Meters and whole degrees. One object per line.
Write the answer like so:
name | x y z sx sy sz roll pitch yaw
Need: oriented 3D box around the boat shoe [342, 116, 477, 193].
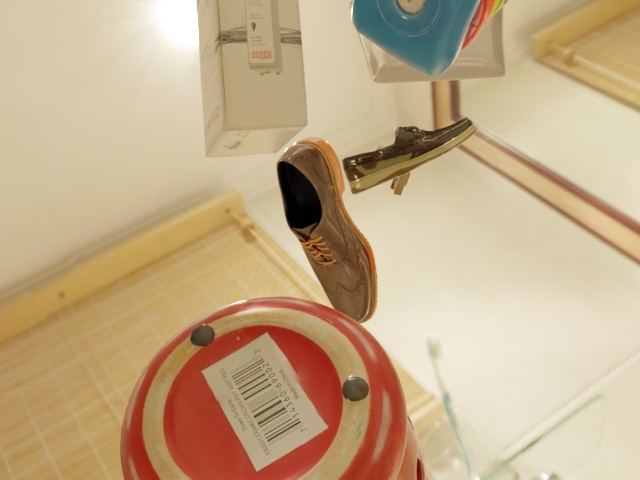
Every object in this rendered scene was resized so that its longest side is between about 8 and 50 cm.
boat shoe | 0.094 -0.101 0.878 0.152 0.056 0.049 -26 -86 8

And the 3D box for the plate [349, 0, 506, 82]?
plate | 0.214 -0.399 1.560 0.277 0.277 0.045 57 -145 -64

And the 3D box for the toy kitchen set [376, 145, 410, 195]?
toy kitchen set | 0.139 -0.149 1.659 0.075 0.068 0.083 12 -66 -14

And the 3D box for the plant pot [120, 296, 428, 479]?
plant pot | -0.029 0.145 0.520 0.191 0.191 0.174 -35 -36 -14

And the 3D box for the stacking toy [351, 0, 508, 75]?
stacking toy | 0.195 -0.348 1.083 0.302 0.165 0.175 -33 -29 -46

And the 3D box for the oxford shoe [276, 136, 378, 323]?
oxford shoe | 0.000 0.000 1.480 0.132 0.130 0.364 -38 -71 -58

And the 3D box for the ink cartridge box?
ink cartridge box | -0.104 -0.273 1.139 0.117 0.207 0.283 -3 -94 -15
